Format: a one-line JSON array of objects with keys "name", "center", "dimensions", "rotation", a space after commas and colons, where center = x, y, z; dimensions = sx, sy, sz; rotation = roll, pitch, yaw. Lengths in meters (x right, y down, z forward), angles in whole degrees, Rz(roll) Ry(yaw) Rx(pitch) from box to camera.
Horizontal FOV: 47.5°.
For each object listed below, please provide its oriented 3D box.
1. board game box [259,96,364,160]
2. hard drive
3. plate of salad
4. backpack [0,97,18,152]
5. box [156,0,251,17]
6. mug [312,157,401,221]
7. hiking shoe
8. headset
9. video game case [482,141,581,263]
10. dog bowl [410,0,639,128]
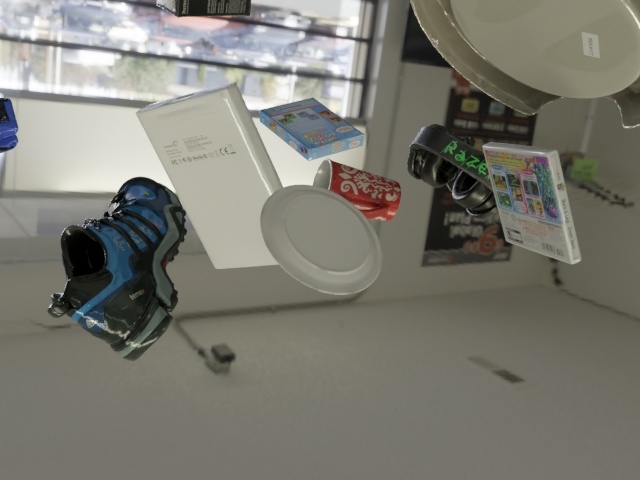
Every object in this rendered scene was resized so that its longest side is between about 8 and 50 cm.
[{"name": "board game box", "center": [-0.023, -0.270, 1.738], "dimensions": [0.160, 0.039, 0.211], "rotation": [-19, -137, -30]}, {"name": "hard drive", "center": [-0.180, -0.108, 1.373], "dimensions": [0.233, 0.353, 0.047], "rotation": [-5, -151, 35]}, {"name": "plate of salad", "center": [0.000, 0.000, 1.083], "dimensions": [0.199, 0.048, 0.200], "rotation": [16, -131, -19]}, {"name": "backpack", "center": [-0.604, -0.199, 1.290], "dimensions": [0.120, 0.101, 0.098], "rotation": [-16, -172, -26]}, {"name": "box", "center": [-0.234, -0.609, 1.514], "dimensions": [0.184, 0.261, 0.103], "rotation": [-16, -142, -39]}, {"name": "mug", "center": [0.078, -0.085, 1.548], "dimensions": [0.169, 0.150, 0.113], "rotation": [12, 147, -21]}, {"name": "hiking shoe", "center": [-0.244, -0.001, 0.890], "dimensions": [0.132, 0.113, 0.304], "rotation": [37, -158, -33]}, {"name": "headset", "center": [0.321, -0.176, 1.609], "dimensions": [0.243, 0.185, 0.394], "rotation": [34, 180, 2]}, {"name": "video game case", "center": [0.267, -0.052, 0.930], "dimensions": [0.019, 0.143, 0.157], "rotation": [-21, -165, -11]}, {"name": "dog bowl", "center": [0.278, -0.278, 0.859], "dimensions": [0.348, 0.102, 0.349], "rotation": [31, 168, 8]}]
